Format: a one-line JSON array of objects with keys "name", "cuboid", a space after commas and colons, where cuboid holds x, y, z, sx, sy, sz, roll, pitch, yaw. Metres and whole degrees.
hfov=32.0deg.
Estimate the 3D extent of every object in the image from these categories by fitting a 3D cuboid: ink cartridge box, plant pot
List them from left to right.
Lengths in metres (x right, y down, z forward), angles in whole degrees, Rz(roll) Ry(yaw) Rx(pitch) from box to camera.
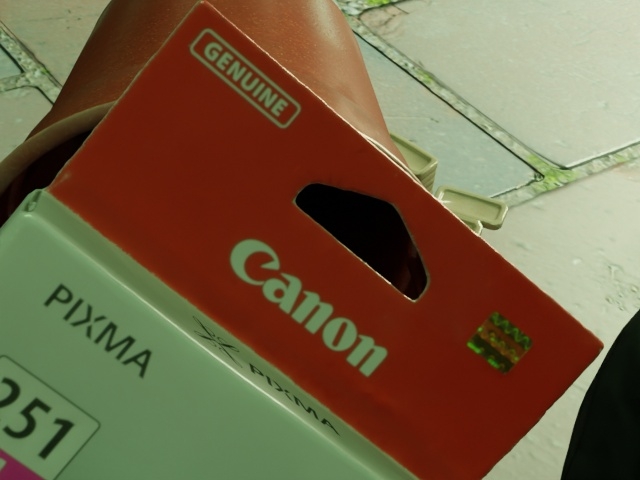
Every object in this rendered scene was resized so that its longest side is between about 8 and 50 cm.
[{"name": "plant pot", "cuboid": [-0.065, -0.037, 0.702, 0.273, 0.272, 0.265, 5, 36, -7]}, {"name": "ink cartridge box", "cuboid": [-0.028, 0.068, 0.522, 0.275, 0.239, 0.060, 39, 7, -14]}]

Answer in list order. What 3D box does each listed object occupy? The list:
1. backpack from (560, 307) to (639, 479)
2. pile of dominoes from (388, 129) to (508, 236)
[{"name": "backpack", "cuboid": [0.359, 0.104, 0.586, 0.356, 0.273, 0.290, 31, 23, 29]}, {"name": "pile of dominoes", "cuboid": [0.000, 0.000, 0.866, 0.196, 0.040, 0.251, 34, 53, 26]}]
